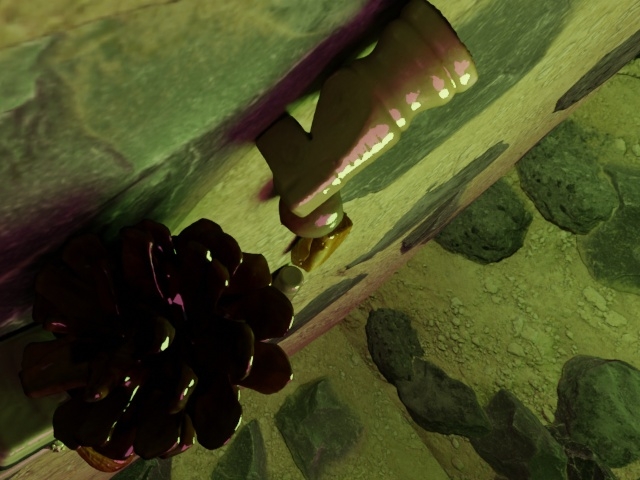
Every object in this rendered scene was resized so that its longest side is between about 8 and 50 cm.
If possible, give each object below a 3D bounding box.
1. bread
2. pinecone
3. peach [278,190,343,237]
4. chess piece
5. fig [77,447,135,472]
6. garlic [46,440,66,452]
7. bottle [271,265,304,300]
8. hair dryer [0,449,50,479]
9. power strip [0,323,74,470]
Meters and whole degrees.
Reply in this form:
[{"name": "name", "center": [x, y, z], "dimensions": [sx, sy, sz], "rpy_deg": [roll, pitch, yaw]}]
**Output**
[{"name": "bread", "center": [0.000, 0.000, 0.948], "dimensions": [0.074, 0.053, 0.132], "rpy_deg": [-35, 169, -34]}, {"name": "pinecone", "center": [-0.136, 0.085, 0.489], "dimensions": [0.228, 0.203, 0.201], "rpy_deg": [-23, 162, -8]}, {"name": "peach", "center": [-0.012, -0.042, 0.677], "dimensions": [0.083, 0.083, 0.083], "rpy_deg": [-36, 169, -8]}, {"name": "chess piece", "center": [0.034, -0.112, 0.506], "dimensions": [0.200, 0.090, 0.090], "rpy_deg": [-39, 169, 9]}, {"name": "fig", "center": [-0.409, 0.379, 1.055], "dimensions": [0.119, 0.119, 0.153], "rpy_deg": [-42, 166, 21]}, {"name": "garlic", "center": [-0.343, 0.210, 0.681], "dimensions": [0.113, 0.094, 0.074], "rpy_deg": [21, 81, -70]}, {"name": "bottle", "center": [-0.074, 0.097, 1.105], "dimensions": [0.053, 0.053, 0.140], "rpy_deg": [-30, 167, -32]}, {"name": "hair dryer", "center": [-0.444, 0.334, 0.925], "dimensions": [0.220, 0.054, 0.195], "rpy_deg": [-35, 169, -8]}, {"name": "power strip", "center": [-0.233, 0.123, 0.587], "dimensions": [0.256, 0.105, 0.070], "rpy_deg": [-28, 165, -40]}]
